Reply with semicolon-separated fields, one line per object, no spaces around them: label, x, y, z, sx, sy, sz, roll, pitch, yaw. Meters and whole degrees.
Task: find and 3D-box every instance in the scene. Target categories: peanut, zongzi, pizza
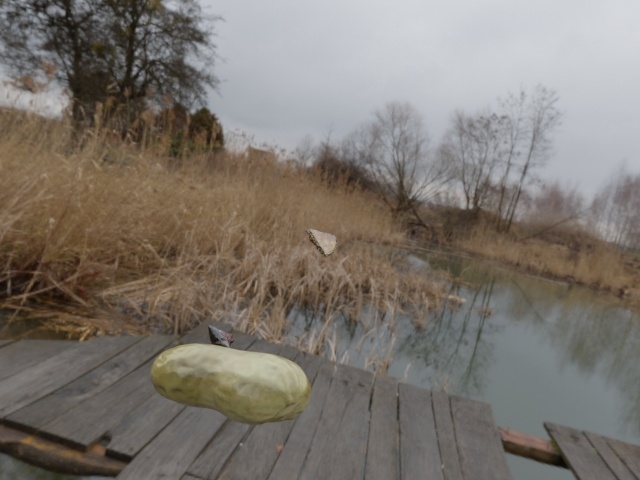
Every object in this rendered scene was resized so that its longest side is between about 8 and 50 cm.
peanut;-0.172;0.279;0.842;0.318;0.148;0.147;15;5;-8
zongzi;-0.228;0.241;0.994;0.073;0.067;0.083;34;-26;34
pizza;0.013;0.007;1.198;0.099;0.029;0.100;-9;56;-49
